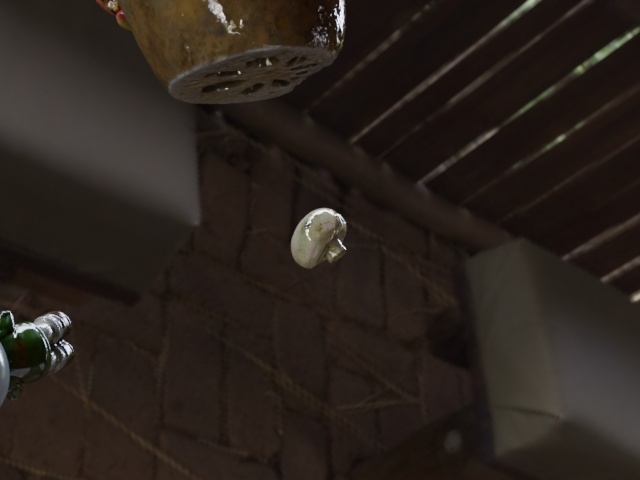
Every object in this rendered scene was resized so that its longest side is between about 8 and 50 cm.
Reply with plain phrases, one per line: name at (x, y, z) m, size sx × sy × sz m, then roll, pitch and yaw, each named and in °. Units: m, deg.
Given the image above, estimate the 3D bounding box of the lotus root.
lotus root at (-0.050, -0.126, 0.611) m, size 0.112 × 0.122 × 0.081 m, roll -7°, pitch 83°, yaw -31°

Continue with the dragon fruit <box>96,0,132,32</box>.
dragon fruit at (-0.121, -0.259, 1.009) m, size 0.172 × 0.160 × 0.166 m, roll -30°, pitch 116°, yaw -21°

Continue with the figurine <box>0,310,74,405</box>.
figurine at (-0.552, 0.206, 1.820) m, size 0.370 × 0.167 × 0.281 m, roll -18°, pitch 108°, yaw -61°

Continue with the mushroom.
mushroom at (0.000, 0.000, 1.413) m, size 0.067 × 0.083 × 0.083 m, roll 44°, pitch 33°, yaw 14°
